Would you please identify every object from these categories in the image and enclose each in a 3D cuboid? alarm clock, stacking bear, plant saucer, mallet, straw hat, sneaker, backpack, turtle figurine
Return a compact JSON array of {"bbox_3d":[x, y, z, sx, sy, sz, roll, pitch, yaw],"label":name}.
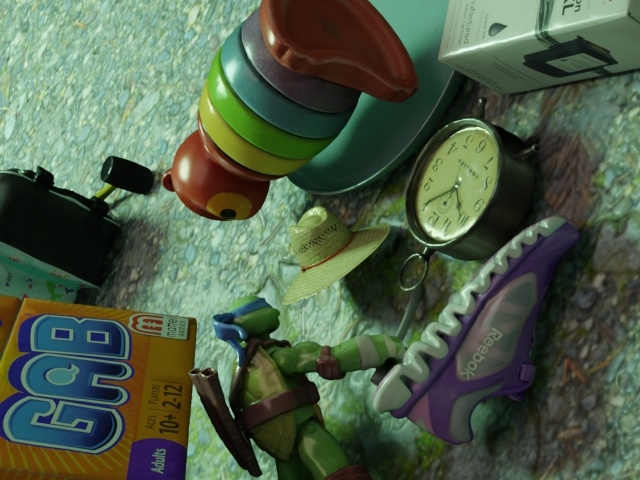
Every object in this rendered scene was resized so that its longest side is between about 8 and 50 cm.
[{"bbox_3d":[0.131,-0.031,1.426,0.192,0.064,0.129,-54,37,14],"label":"alarm clock"},{"bbox_3d":[-0.058,-0.129,1.588,0.289,0.175,0.164,-50,40,35],"label":"stacking bear"},{"bbox_3d":[0.061,-0.193,1.628,0.317,0.043,0.318,-28,51,42],"label":"plant saucer"},{"bbox_3d":[-0.283,-0.056,2.021,0.189,0.062,0.039,-41,39,54],"label":"mallet"},{"bbox_3d":[0.000,0.000,1.523,0.144,0.061,0.144,-36,10,8],"label":"straw hat"},{"bbox_3d":[0.154,0.084,1.321,0.236,0.104,0.095,-49,-7,-5],"label":"sneaker"},{"bbox_3d":[-0.416,0.001,1.992,0.253,0.225,0.191,11,78,49],"label":"backpack"},{"bbox_3d":[0.020,0.174,1.430,0.198,0.274,0.266,-21,73,19],"label":"turtle figurine"}]

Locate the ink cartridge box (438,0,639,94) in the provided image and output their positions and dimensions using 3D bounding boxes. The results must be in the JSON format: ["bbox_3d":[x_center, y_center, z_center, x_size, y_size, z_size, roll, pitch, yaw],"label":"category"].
[{"bbox_3d":[0.233,-0.241,1.374,0.237,0.100,0.172,-6,67,52],"label":"ink cartridge box"}]

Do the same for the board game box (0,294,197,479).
[{"bbox_3d":[-0.313,0.279,1.408,0.356,0.356,0.356,-98,16,-70],"label":"board game box"}]
